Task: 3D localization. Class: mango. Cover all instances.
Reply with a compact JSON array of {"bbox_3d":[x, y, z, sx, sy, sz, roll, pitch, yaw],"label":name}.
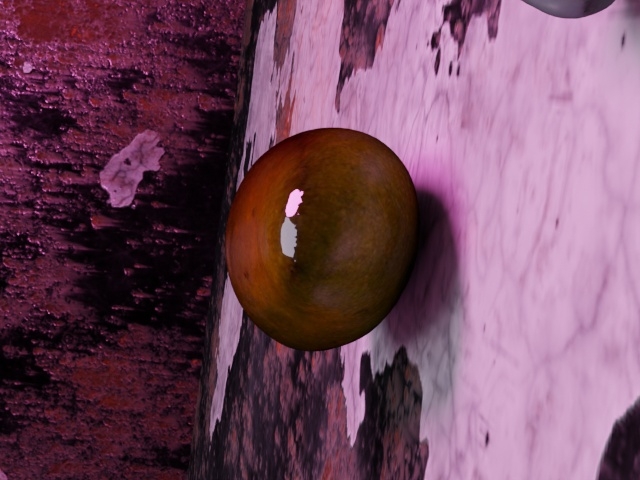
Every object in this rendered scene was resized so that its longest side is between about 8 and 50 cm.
[{"bbox_3d":[0.000,0.000,0.804,0.267,0.111,0.133,-152,85,-83],"label":"mango"}]

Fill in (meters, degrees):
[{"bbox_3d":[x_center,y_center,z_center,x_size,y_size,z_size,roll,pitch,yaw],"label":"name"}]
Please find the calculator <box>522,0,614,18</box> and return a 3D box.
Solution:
[{"bbox_3d":[0.072,-0.180,0.428,0.141,0.045,0.246,44,145,22],"label":"calculator"}]
